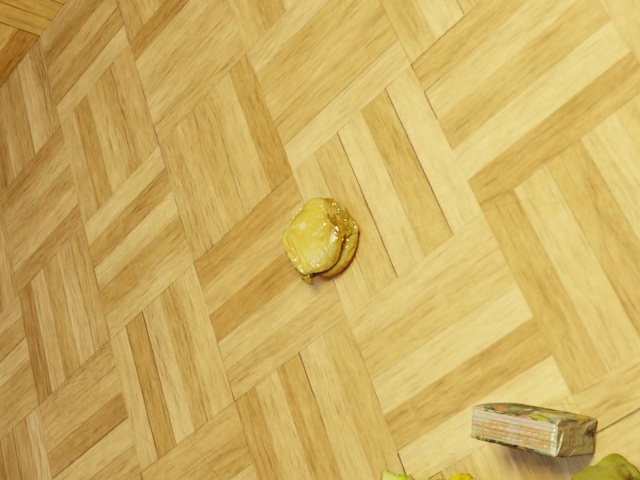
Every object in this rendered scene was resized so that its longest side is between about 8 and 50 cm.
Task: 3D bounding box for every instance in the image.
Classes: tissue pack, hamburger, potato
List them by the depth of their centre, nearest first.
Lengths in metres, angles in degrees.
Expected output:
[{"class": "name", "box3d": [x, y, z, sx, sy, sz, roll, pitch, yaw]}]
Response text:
[{"class": "potato", "box3d": [0.374, 0.364, 1.271, 0.081, 0.120, 0.149, 8, 87, 57]}, {"class": "tissue pack", "box3d": [0.307, 0.271, 1.375, 0.148, 0.108, 0.060, 3, 85, 45]}, {"class": "hamburger", "box3d": [0.000, 0.000, 1.753, 0.147, 0.083, 0.138, -49, 47, 22]}]

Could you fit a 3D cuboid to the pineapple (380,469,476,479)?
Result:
[{"class": "pineapple", "box3d": [0.178, 0.494, 1.443, 0.344, 0.209, 0.286, -33, 25, 7]}]
